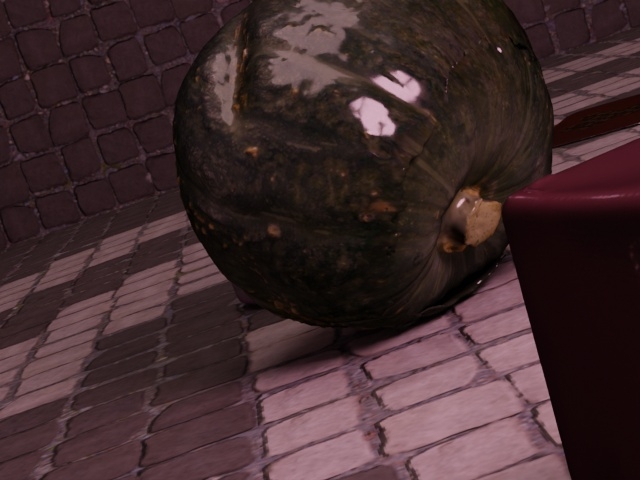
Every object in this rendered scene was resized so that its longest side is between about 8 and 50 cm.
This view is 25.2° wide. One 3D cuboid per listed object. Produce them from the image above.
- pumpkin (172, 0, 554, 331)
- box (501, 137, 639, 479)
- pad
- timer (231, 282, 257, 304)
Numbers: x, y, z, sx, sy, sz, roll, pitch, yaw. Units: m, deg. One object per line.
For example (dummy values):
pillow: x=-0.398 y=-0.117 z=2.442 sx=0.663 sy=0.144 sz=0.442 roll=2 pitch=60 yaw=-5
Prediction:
pumpkin: x=0.038 y=-0.071 z=1.151 sx=0.257 sy=0.292 sz=0.327 roll=30 pitch=55 yaw=32
box: x=0.228 y=0.016 z=0.591 sx=0.294 sy=0.168 sz=0.193 roll=-23 pitch=11 yaw=-23
pad: x=0.382 y=-0.164 z=1.893 sx=0.181 sy=0.004 sz=0.267 roll=-15 pitch=10 yaw=27
timer: x=0.000 y=0.000 z=1.497 sx=0.190 sy=0.069 sz=0.208 roll=-21 pitch=10 yaw=8
